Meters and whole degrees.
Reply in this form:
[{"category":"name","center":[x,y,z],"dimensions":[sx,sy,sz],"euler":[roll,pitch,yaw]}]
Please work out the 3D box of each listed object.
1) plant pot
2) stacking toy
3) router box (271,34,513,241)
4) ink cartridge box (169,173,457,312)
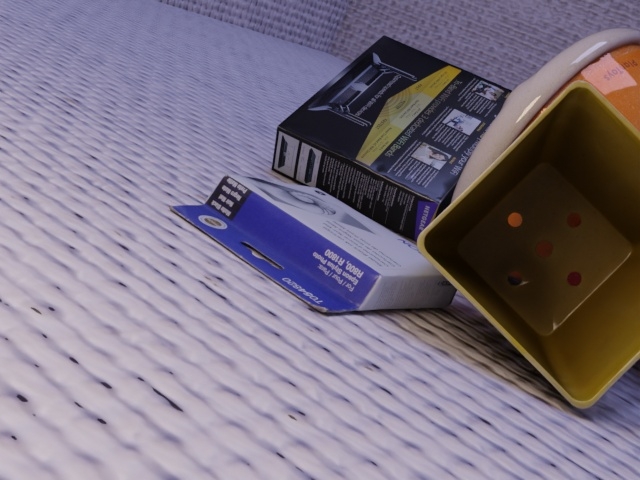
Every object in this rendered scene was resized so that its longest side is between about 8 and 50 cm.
[{"category":"plant pot","center":[0.233,0.007,0.937],"dimensions":[0.212,0.212,0.187],"euler":[45,0,4]},{"category":"stacking toy","center":[0.416,0.015,1.112],"dimensions":[0.480,0.351,0.350],"euler":[44,22,25]},{"category":"router box","center":[0.116,-0.152,1.348],"dimensions":[0.242,0.081,0.309],"euler":[27,45,17]},{"category":"ink cartridge box","center":[0.000,0.000,0.969],"dimensions":[0.223,0.045,0.224],"euler":[32,17,32]}]
